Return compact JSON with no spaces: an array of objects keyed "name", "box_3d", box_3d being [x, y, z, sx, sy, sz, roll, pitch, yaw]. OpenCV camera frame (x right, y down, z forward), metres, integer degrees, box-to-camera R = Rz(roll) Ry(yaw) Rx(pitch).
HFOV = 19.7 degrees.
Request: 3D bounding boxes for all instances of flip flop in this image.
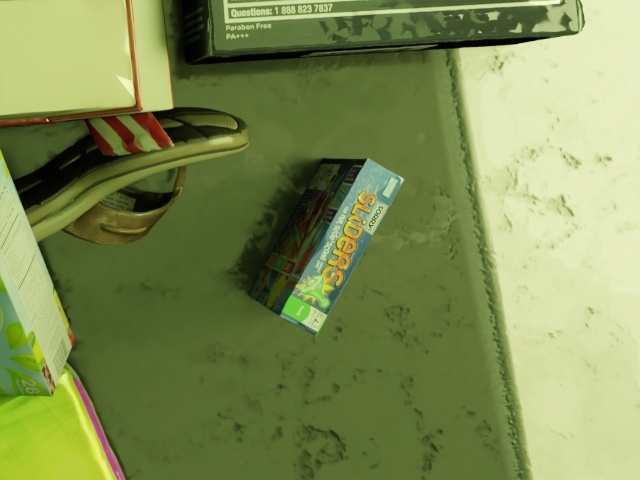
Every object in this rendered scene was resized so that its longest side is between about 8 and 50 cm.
[{"name":"flip flop","box_3d":[-0.182,-0.028,1.481,0.277,0.112,0.080,-29,113,-5]}]

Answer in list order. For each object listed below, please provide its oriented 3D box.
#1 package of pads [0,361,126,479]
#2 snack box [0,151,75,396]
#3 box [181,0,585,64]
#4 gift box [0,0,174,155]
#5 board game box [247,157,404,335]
[{"name":"package of pads","box_3d":[-0.295,0.244,1.472,0.297,0.101,0.229,-24,96,-7]},{"name":"snack box","box_3d":[-0.299,0.026,1.386,0.175,0.070,0.207,1,136,15]},{"name":"box","box_3d":[0.036,-0.295,1.457,0.296,0.183,0.294,-4,94,-10]},{"name":"gift box","box_3d":[-0.243,-0.184,1.358,0.276,0.258,0.255,2,97,29]},{"name":"board game box","box_3d":[0.000,0.000,1.455,0.035,0.201,0.136,29,89,-9]}]
